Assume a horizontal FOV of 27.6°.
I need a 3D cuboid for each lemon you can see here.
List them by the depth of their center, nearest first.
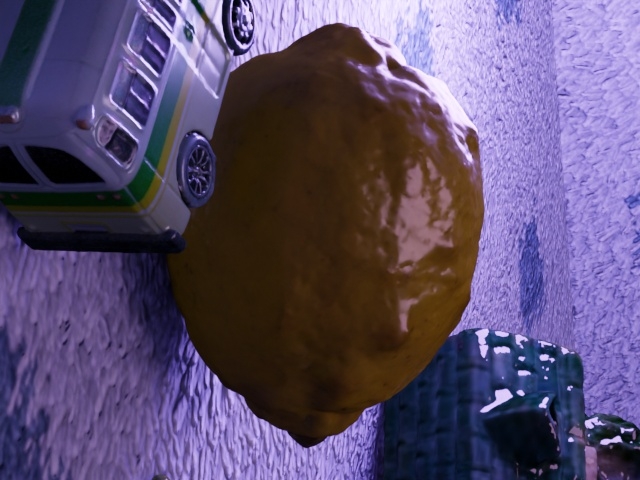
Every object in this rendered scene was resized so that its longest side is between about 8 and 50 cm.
[{"bbox_3d":[0.000,-0.008,1.082,0.316,0.285,0.285,-57,151,-6],"label":"lemon"}]

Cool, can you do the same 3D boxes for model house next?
[{"bbox_3d":[0.229,0.345,1.482,0.400,0.395,0.445,59,30,-49],"label":"model house"}]

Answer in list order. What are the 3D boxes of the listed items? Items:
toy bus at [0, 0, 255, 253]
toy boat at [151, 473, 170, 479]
[{"bbox_3d":[-0.140,-0.142,0.894,0.164,0.134,0.276,55,42,-55],"label":"toy bus"},{"bbox_3d":[-0.133,0.316,0.990,0.099,0.109,0.292,125,-29,-67],"label":"toy boat"}]
